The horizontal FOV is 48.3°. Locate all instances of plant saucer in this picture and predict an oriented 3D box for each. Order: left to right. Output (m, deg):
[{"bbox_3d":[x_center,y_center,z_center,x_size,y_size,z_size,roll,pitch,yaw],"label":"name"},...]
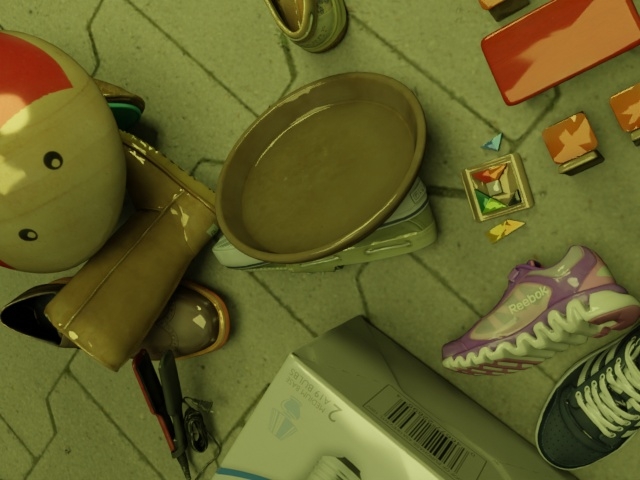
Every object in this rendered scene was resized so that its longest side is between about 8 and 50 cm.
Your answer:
[{"bbox_3d":[0.000,-0.086,0.851,0.278,0.041,0.277,-16,51,21],"label":"plant saucer"}]

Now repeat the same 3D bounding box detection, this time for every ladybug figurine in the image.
[{"bbox_3d":[-0.439,-0.125,0.931,0.449,0.162,0.305,26,104,32],"label":"ladybug figurine"}]

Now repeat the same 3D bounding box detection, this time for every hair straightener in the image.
[{"bbox_3d":[-0.196,0.256,1.019,0.089,0.047,0.230,-4,113,16],"label":"hair straightener"}]

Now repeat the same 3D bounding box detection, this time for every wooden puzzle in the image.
[{"bbox_3d":[0.208,-0.061,0.843,0.079,0.014,0.116,-25,84,25],"label":"wooden puzzle"}]

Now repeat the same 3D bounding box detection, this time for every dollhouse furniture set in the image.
[{"bbox_3d":[0.292,-0.228,0.717,0.259,0.135,0.261,-26,84,26],"label":"dollhouse furniture set"}]

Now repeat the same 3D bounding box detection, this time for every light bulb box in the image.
[{"bbox_3d":[0.056,0.348,0.843,0.358,0.225,0.361,36,108,18],"label":"light bulb box"}]

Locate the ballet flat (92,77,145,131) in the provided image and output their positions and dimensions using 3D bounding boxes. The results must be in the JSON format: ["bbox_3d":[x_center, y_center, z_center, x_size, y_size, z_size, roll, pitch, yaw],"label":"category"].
[{"bbox_3d":[-0.410,-0.186,1.086,0.343,0.116,0.124,-22,66,30],"label":"ballet flat"}]

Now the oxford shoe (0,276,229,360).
[{"bbox_3d":[-0.304,0.122,1.040,0.364,0.133,0.129,-2,94,25],"label":"oxford shoe"}]

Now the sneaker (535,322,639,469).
[{"bbox_3d":[0.321,0.155,0.734,0.099,0.153,0.282,47,112,15],"label":"sneaker"}]

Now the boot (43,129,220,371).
[{"bbox_3d":[-0.281,0.002,0.972,0.236,0.089,0.269,34,78,18],"label":"boot"}]

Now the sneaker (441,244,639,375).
[{"bbox_3d":[0.234,0.081,0.809,0.236,0.095,0.104,-34,57,36],"label":"sneaker"}]

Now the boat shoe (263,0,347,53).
[{"bbox_3d":[-0.053,-0.374,0.891,0.105,0.089,0.285,-29,83,26],"label":"boat shoe"}]

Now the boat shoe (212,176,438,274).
[{"bbox_3d":[0.000,0.000,0.898,0.302,0.109,0.094,-14,116,29],"label":"boat shoe"}]
